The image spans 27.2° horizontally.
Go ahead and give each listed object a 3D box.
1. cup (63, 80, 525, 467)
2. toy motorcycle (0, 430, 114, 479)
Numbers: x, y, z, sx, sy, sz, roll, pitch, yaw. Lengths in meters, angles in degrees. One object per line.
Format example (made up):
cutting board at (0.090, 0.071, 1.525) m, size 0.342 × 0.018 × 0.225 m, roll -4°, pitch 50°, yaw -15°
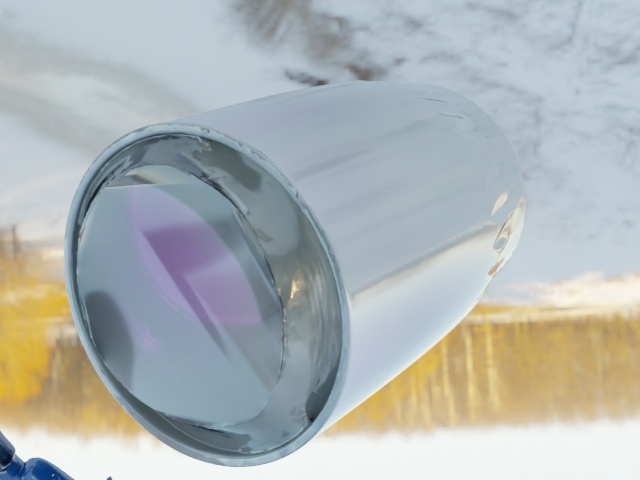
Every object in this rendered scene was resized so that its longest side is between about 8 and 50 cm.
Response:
cup at (0.000, 0.000, 1.053) m, size 0.253 × 0.253 × 0.371 m, roll -5°, pitch -168°, yaw 36°
toy motorcycle at (-0.217, 0.190, 0.949) m, size 0.135 × 0.254 × 0.092 m, roll -39°, pitch -162°, yaw 20°
